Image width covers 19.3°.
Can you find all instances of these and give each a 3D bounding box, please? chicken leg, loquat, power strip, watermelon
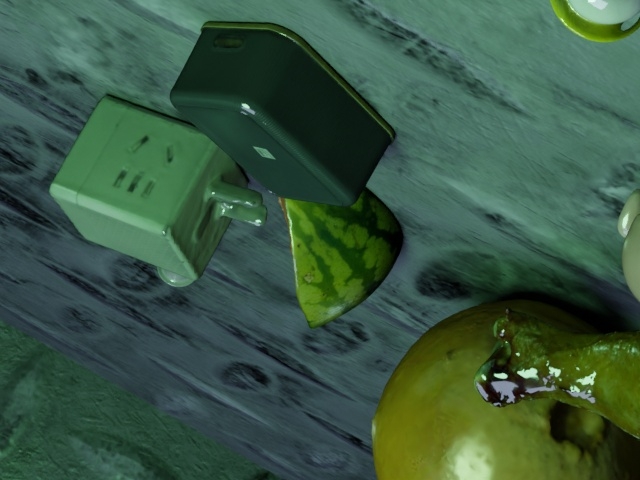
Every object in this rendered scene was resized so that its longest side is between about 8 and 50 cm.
[{"bbox_3d":[0.328,0.113,1.795,0.361,0.211,0.140,19,-166,22],"label":"chicken leg"},{"bbox_3d":[0.208,0.226,2.071,0.328,0.328,0.328,25,163,8],"label":"loquat"},{"bbox_3d":[-0.169,-0.050,2.145,0.224,0.140,0.139,21,160,23],"label":"power strip"},{"bbox_3d":[0.028,0.002,2.116,0.128,0.159,0.303,-13,159,1],"label":"watermelon"}]

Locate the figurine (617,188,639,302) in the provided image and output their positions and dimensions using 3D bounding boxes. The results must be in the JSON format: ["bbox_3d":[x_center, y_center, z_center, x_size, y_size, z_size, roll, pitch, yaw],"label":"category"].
[{"bbox_3d":[0.326,0.015,1.643,0.125,0.125,0.138,42,174,-38],"label":"figurine"}]

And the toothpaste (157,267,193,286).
[{"bbox_3d":[-0.172,-0.016,2.411,0.096,0.061,0.266,28,156,4],"label":"toothpaste"}]

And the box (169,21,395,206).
[{"bbox_3d":[-0.040,-0.119,1.839,0.144,0.090,0.201,10,156,46],"label":"box"}]

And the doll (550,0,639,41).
[{"bbox_3d":[0.197,-0.196,1.278,0.129,0.081,0.207,12,163,9],"label":"doll"}]
